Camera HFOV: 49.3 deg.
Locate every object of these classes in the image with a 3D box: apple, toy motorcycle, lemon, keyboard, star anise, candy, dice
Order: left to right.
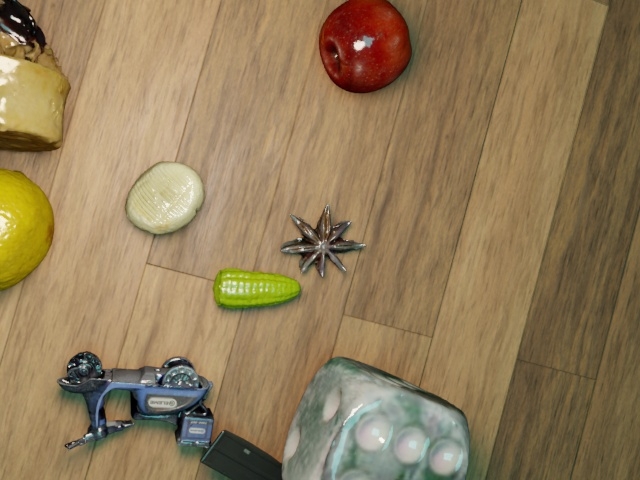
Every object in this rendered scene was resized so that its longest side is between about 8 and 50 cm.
[{"bbox_3d":[-0.691,-0.021,1.456,0.267,0.267,0.267,0,91,-13],"label":"lemon"},{"bbox_3d":[-0.418,0.370,1.591,0.359,0.125,0.212,9,94,-16],"label":"toy motorcycle"},{"bbox_3d":[-0.194,0.520,1.638,0.381,0.041,0.103,43,80,-35],"label":"keyboard"},{"bbox_3d":[-0.149,0.115,1.664,0.210,0.097,0.096,1,91,-15],"label":"candy"},{"bbox_3d":[0.000,0.000,1.708,0.205,0.061,0.180,-22,101,-9],"label":"star anise"},{"bbox_3d":[0.104,-0.460,1.645,0.201,0.218,0.218,-27,97,-12],"label":"apple"},{"bbox_3d":[0.123,0.478,1.605,0.328,0.348,0.330,24,87,-14],"label":"dice"}]

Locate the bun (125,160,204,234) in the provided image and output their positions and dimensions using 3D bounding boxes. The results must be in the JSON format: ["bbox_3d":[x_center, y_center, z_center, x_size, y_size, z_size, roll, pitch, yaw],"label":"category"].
[{"bbox_3d":[-0.356,-0.095,1.608,0.164,0.111,0.188,40,85,6],"label":"bun"}]

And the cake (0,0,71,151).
[{"bbox_3d":[-0.673,-0.357,1.421,0.332,0.332,0.321,4,85,-13],"label":"cake"}]
